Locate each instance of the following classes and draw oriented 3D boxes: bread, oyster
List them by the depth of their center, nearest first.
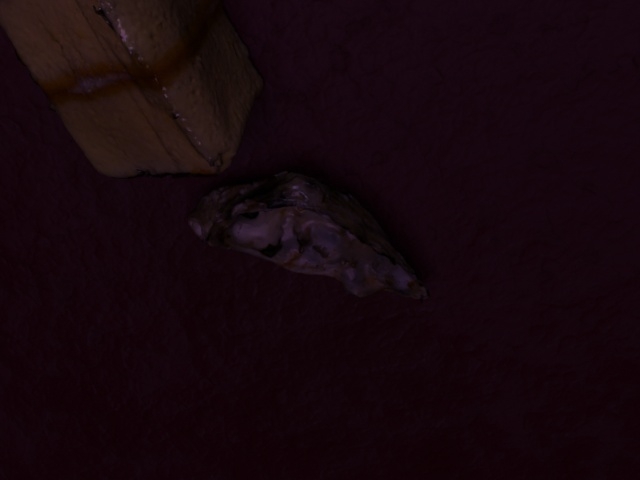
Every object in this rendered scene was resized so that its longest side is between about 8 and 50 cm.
[{"bbox_3d":[-0.228,-0.179,1.098,0.236,0.198,0.263,-19,117,23],"label":"bread"},{"bbox_3d":[-0.002,0.000,1.231,0.294,0.094,0.166,29,137,-20],"label":"oyster"}]
